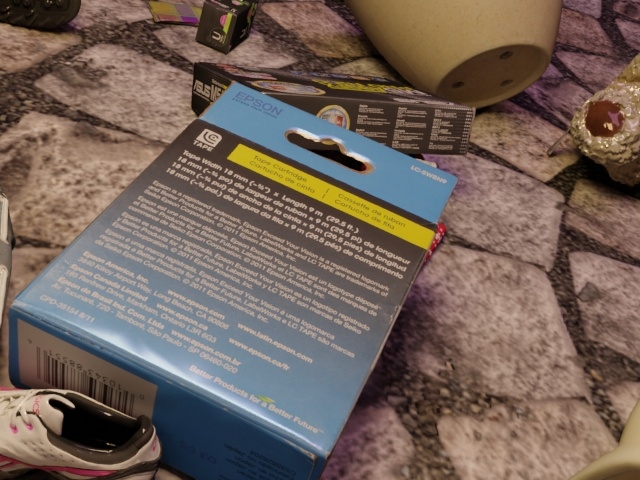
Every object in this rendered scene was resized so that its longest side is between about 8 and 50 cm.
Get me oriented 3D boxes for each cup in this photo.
[{"bbox_3d":[0.207,-0.329,1.210,0.331,0.331,0.237,-2,67,-28],"label":"cup"}]

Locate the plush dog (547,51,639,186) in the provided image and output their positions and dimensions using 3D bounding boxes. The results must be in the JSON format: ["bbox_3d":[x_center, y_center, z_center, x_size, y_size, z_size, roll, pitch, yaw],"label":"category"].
[{"bbox_3d":[0.468,-0.125,1.173,0.225,0.210,0.262,44,69,10],"label":"plush dog"}]

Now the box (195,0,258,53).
[{"bbox_3d":[-0.131,-0.310,1.197,0.052,0.062,0.083,26,35,6],"label":"box"}]

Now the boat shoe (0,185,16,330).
[{"bbox_3d":[-0.308,-0.001,0.696,0.116,0.099,0.319,-28,34,-2],"label":"boat shoe"}]

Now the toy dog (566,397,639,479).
[{"bbox_3d":[0.397,0.096,0.640,0.284,0.395,0.408,28,44,26],"label":"toy dog"}]

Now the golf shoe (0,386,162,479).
[{"bbox_3d":[-0.196,0.122,0.571,0.186,0.086,0.067,14,38,-5],"label":"golf shoe"}]

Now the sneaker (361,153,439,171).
[{"bbox_3d":[0.085,-0.072,0.967,0.075,0.057,0.161,7,14,-5],"label":"sneaker"}]

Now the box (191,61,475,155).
[{"bbox_3d":[0.008,-0.156,1.001,0.270,0.060,0.216,-1,19,-26],"label":"box"}]

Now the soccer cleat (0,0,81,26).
[{"bbox_3d":[-0.446,-0.363,1.090,0.318,0.108,0.116,17,31,1],"label":"soccer cleat"}]

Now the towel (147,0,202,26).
[{"bbox_3d":[-0.205,-0.326,1.231,0.083,0.009,0.060,-2,40,-29],"label":"towel"}]

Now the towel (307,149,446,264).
[{"bbox_3d":[0.000,0.000,0.874,0.199,0.031,0.275,30,36,13],"label":"towel"}]

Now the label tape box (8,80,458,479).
[{"bbox_3d":[-0.051,0.028,0.703,0.241,0.106,0.333,25,43,8],"label":"label tape box"}]
